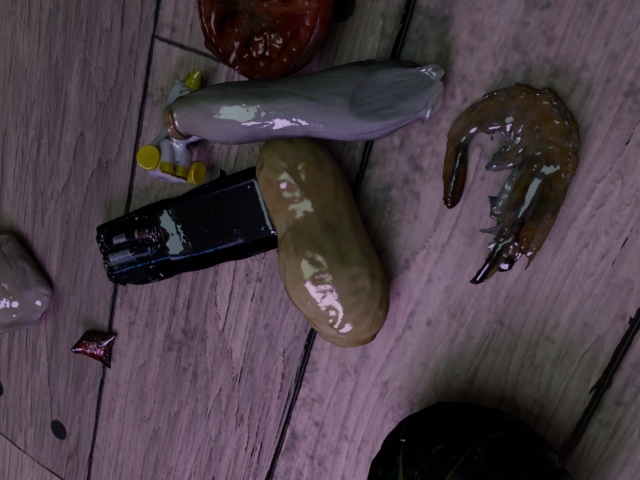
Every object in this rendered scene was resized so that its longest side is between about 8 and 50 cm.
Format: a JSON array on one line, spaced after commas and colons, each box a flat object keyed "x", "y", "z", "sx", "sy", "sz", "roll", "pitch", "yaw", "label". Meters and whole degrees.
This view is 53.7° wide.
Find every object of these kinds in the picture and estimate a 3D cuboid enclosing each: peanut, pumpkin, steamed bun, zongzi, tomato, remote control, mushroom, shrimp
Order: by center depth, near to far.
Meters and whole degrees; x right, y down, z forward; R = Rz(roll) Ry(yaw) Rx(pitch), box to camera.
[{"x": 0.218, "y": -0.073, "z": 0.788, "sx": 0.173, "sy": 0.058, "sz": 0.253, "roll": 34, "pitch": 114, "yaw": 25, "label": "shrimp"}, {"x": -0.022, "y": -0.169, "z": 0.794, "sx": 0.351, "sy": 0.109, "sz": 0.097, "roll": -5, "pitch": 115, "yaw": -3, "label": "mushroom"}, {"x": 0.214, "y": 0.355, "z": 0.827, "sx": 0.295, "sy": 0.296, "sz": 0.296, "roll": 8, "pitch": 108, "yaw": 26, "label": "pumpkin"}, {"x": -0.065, "y": -0.328, "z": 0.839, "sx": 0.227, "sy": 0.101, "sz": 0.228, "roll": 14, "pitch": 114, "yaw": 33, "label": "tomato"}, {"x": 0.000, "y": 0.000, "z": 0.867, "sx": 0.147, "sy": 0.147, "sz": 0.319, "roll": -17, "pitch": 96, "yaw": 31, "label": "peanut"}, {"x": -0.221, "y": -0.016, "z": 1.029, "sx": 0.398, "sy": 0.062, "sz": 0.145, "roll": -16, "pitch": 96, "yaw": 31, "label": "remote control"}, {"x": -0.419, "y": 0.196, "z": 1.211, "sx": 0.083, "sy": 0.067, "sz": 0.073, "roll": 34, "pitch": 107, "yaw": -5, "label": "zongzi"}, {"x": -0.661, "y": 0.095, "z": 1.246, "sx": 0.211, "sy": 0.144, "sz": 0.218, "roll": -29, "pitch": 89, "yaw": 32, "label": "steamed bun"}]

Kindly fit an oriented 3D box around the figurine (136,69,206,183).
[{"x": -0.214, "y": -0.172, "z": 0.956, "sx": 0.178, "sy": 0.109, "sz": 0.130, "roll": -69, "pitch": 26, "yaw": 18, "label": "figurine"}]
